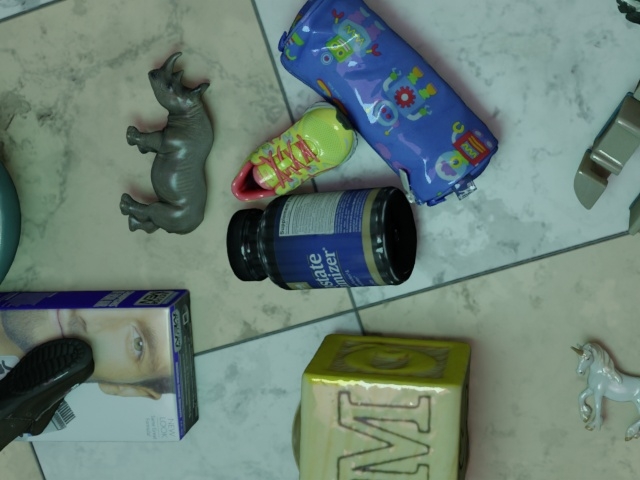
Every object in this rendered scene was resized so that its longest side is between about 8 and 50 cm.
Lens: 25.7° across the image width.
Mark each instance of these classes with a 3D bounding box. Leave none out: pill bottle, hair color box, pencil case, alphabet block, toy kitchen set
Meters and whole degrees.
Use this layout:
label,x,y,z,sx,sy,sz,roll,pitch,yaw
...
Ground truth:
label,x,y,z,sx,sy,sz,roll,pitch,yaw
pill bottle,0.000,0.000,1.753,0.219,0.123,0.122,-4,101,24
hair color box,-0.342,0.166,1.867,0.339,0.110,0.185,-2,100,9
pencil case,0.079,-0.171,1.711,0.133,0.119,0.306,-44,90,-13
alphabet block,0.081,0.237,1.730,0.194,0.192,0.197,3,103,8
toy kitchen set,0.423,-0.112,1.684,0.166,0.122,0.207,33,125,2

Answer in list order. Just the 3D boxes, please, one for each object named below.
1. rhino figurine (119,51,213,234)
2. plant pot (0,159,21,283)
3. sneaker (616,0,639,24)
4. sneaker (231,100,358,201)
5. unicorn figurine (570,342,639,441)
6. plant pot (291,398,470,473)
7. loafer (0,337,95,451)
label,x,y,z,sx,sy,sz,roll,pitch,yaw
rhino figurine,-0.189,-0.120,1.797,0.106,0.073,0.243,9,102,12
plant pot,-0.503,-0.026,1.801,0.290,0.195,0.290,1,94,11
sneaker,0.483,-0.296,1.626,0.279,0.107,0.118,14,73,-3
sneaker,-0.036,-0.096,1.716,0.081,0.094,0.208,53,139,-4
unicorn figurine,0.369,0.190,1.773,0.162,0.060,0.111,11,103,-9
plant pot,0.080,0.261,1.848,0.236,0.032,0.236,2,103,9
loafer,-0.369,0.202,1.795,0.220,0.080,0.078,-32,127,14
